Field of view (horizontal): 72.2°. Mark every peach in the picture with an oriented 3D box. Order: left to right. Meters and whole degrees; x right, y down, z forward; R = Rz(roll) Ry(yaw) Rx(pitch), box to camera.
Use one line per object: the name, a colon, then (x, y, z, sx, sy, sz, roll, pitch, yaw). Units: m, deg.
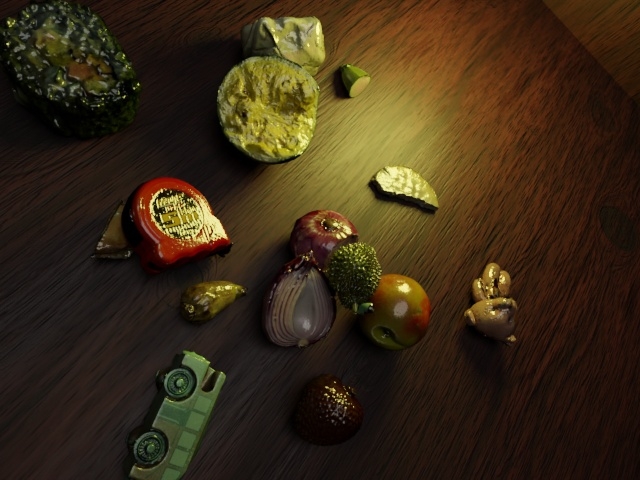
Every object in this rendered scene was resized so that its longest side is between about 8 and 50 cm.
peach: (0.226, 0.217, 1.342, 0.231, 0.231, 0.231, 7, 71, -21)

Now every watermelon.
watermelon: (-0.165, -0.387, 1.384, 0.331, 0.189, 0.330, 1, 80, -6)

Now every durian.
durian: (0.096, 0.101, 1.248, 0.159, 0.146, 0.198, -44, 135, -61)

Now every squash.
squash: (0.111, -0.621, 1.643, 0.105, 0.105, 0.132, -29, 73, -28)

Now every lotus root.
lotus root: (-0.294, 0.161, 1.208, 0.191, 0.094, 0.108, -21, 115, -37)

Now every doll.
doll: (0.636, 0.205, 1.561, 0.201, 0.156, 0.303, 28, 60, -6)

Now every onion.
onion: (-0.066, 0.158, 1.260, 0.227, 0.120, 0.283, 5, 97, -34)
onion: (0.002, -0.008, 1.345, 0.207, 0.200, 0.200, -41, 92, -11)

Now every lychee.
lychee: (0.023, 0.465, 1.193, 0.194, 0.194, 0.194, 7, 71, -21)

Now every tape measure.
tape measure: (-0.395, -0.043, 1.179, 0.253, 0.114, 0.260, -23, 84, -50)

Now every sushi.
sushi: (-0.682, -0.459, 1.190, 0.294, 0.178, 0.352, -34, 87, -27)

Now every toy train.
toy train: (-0.358, 0.437, 1.068, 0.159, 0.129, 0.326, 30, 63, -19)

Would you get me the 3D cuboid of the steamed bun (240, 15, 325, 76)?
steamed bun: (-0.125, -0.616, 1.463, 0.280, 0.268, 0.207, -10, 107, -20)

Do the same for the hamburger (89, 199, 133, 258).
hamburger: (-0.530, -0.010, 1.167, 0.102, 0.087, 0.176, 32, 51, -31)

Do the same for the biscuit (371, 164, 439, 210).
biscuit: (0.319, -0.210, 1.619, 0.290, 0.038, 0.141, 15, 67, -18)
